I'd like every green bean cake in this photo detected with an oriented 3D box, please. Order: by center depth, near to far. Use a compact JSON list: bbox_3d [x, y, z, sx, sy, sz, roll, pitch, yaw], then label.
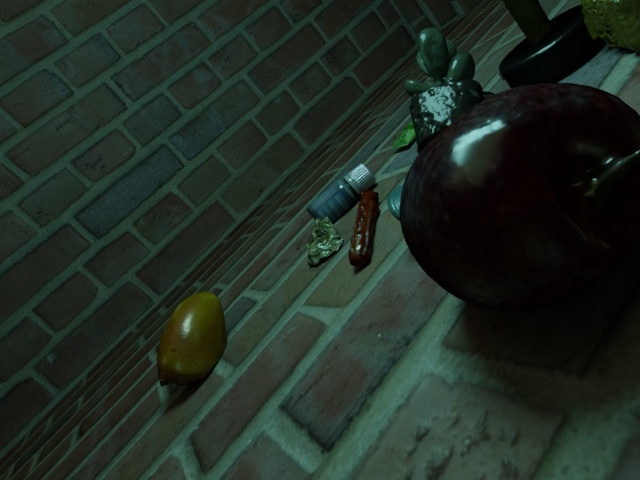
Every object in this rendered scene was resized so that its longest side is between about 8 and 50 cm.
[{"bbox_3d":[0.560,-0.420,0.700,0.229,0.131,0.224,-34,17,27],"label":"green bean cake"}]

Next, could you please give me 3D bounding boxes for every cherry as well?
[{"bbox_3d":[0.192,-0.039,0.452,0.230,0.203,0.300,-46,2,-8],"label":"cherry"}]

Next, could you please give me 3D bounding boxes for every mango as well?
[{"bbox_3d":[-0.296,0.226,1.046,0.126,0.154,0.252,-24,36,30],"label":"mango"}]

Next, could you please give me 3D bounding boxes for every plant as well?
[{"bbox_3d":[0.249,-0.286,0.887,0.149,0.146,0.275,-9,68,17],"label":"plant"}]

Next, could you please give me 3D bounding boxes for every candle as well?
[{"bbox_3d":[0.100,-0.042,0.971,0.051,0.048,0.329,-49,11,29],"label":"candle"}]

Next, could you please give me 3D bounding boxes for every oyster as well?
[{"bbox_3d":[0.000,0.003,1.090,0.108,0.053,0.166,-49,20,16],"label":"oyster"}]

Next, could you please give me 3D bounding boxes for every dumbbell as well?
[{"bbox_3d":[0.408,-0.490,0.902,0.203,0.322,0.204,-39,15,13],"label":"dumbbell"}]

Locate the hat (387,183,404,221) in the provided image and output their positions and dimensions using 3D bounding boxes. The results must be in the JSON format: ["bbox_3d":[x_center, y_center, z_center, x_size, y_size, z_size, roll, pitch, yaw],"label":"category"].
[{"bbox_3d":[0.210,-0.064,0.715,0.190,0.078,0.138,-11,38,27],"label":"hat"}]

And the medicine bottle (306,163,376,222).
[{"bbox_3d":[0.059,-0.127,1.228,0.203,0.083,0.083,-42,15,7],"label":"medicine bottle"}]

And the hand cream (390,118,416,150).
[{"bbox_3d":[0.285,-0.342,1.329,0.175,0.046,0.095,-48,19,-14],"label":"hand cream"}]

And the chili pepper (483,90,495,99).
[{"bbox_3d":[0.309,-0.296,1.061,0.136,0.099,0.270,-65,17,14],"label":"chili pepper"}]

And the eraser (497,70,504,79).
[{"bbox_3d":[0.501,-0.442,1.106,0.065,0.026,0.105,-46,16,-3],"label":"eraser"}]
